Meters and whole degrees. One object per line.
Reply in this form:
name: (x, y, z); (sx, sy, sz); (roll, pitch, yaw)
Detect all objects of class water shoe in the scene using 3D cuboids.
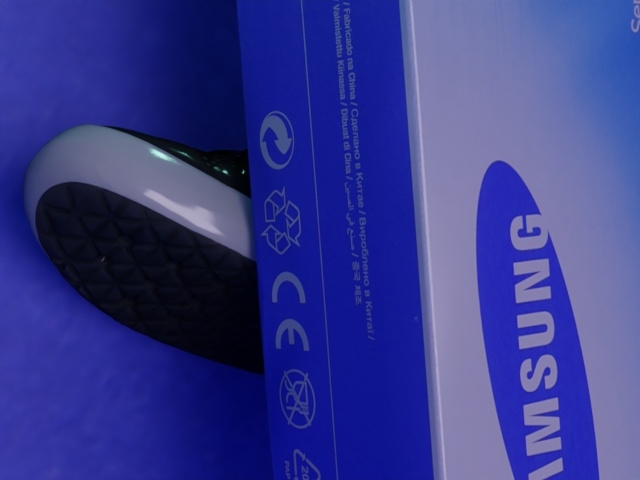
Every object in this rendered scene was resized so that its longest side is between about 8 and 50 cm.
water shoe: (0.000, 0.000, 0.430); (0.203, 0.073, 0.080); (26, 56, -32)

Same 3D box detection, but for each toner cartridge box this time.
toner cartridge box: (0.063, -0.075, 0.376); (0.165, 0.075, 0.347); (-6, 93, -35)
